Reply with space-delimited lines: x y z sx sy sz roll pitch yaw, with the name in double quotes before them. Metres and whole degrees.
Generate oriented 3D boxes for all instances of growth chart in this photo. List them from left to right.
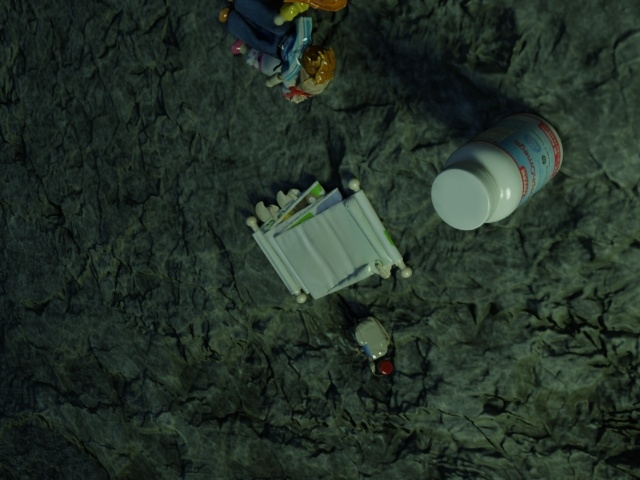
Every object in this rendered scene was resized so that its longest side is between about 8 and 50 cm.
"growth chart" 0.000 0.000 1.208 0.237 0.021 0.172 -20 99 44

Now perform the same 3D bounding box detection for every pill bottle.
"pill bottle" 0.183 -0.071 0.918 0.087 0.160 0.087 20 125 31

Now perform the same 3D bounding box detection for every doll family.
"doll family" -0.039 -0.264 1.024 0.163 0.118 0.263 35 131 19

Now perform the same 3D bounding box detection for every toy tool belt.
"toy tool belt" 0.071 0.145 1.218 0.083 0.052 0.051 65 166 -4
